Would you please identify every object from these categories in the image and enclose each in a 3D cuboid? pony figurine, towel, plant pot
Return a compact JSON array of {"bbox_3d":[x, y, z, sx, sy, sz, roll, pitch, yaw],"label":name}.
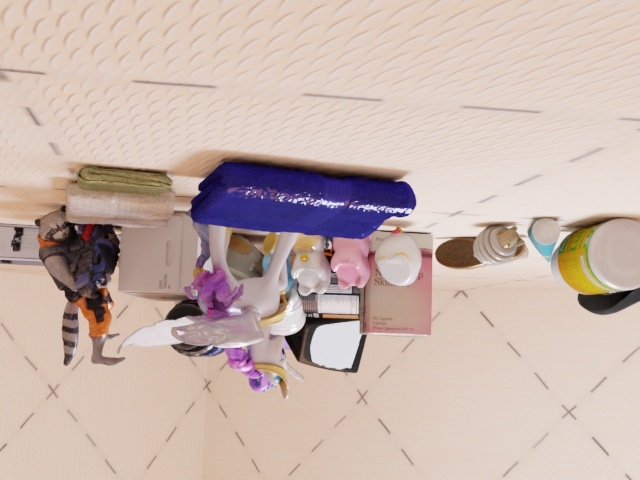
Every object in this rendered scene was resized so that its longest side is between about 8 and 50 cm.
[{"bbox_3d":[-0.168,0.111,1.610,0.351,0.364,0.302,7,172,-37],"label":"pony figurine"},{"bbox_3d":[-0.308,-0.093,1.366,0.148,0.027,0.110,3,174,-15],"label":"towel"},{"bbox_3d":[0.006,0.228,2.270,0.167,0.187,0.188,-3,-148,-25],"label":"plant pot"},{"bbox_3d":[-0.032,-0.067,1.344,0.308,0.076,0.227,5,166,-21],"label":"towel"},{"bbox_3d":[-0.370,-0.059,1.580,0.187,0.049,0.282,3,173,-14],"label":"towel"}]

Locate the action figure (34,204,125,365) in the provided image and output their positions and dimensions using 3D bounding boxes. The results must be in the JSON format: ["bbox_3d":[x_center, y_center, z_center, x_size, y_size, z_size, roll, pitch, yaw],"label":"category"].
[{"bbox_3d":[-0.492,0.096,1.746,0.178,0.330,0.341,-16,-165,1],"label":"action figure"}]

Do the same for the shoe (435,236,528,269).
[{"bbox_3d":[0.370,0.031,1.987,0.219,0.077,0.058,-4,166,31],"label":"shoe"}]

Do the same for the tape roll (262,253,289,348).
[{"bbox_3d":[-0.113,0.170,2.460,0.090,0.275,0.274,8,171,-35],"label":"tape roll"}]

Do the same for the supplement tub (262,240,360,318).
[{"bbox_3d":[0.023,0.096,2.144,0.316,0.194,0.193,2,173,3],"label":"supplement tub"}]

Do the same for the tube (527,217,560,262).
[{"bbox_3d":[0.448,-0.003,1.753,0.052,0.080,0.207,-28,167,5],"label":"tube"}]

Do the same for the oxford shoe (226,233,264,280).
[{"bbox_3d":[-0.207,0.073,2.250,0.169,0.130,0.449,17,170,3],"label":"oxford shoe"}]

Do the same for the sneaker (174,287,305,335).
[{"bbox_3d":[-0.187,0.134,2.004,0.305,0.114,0.152,3,144,3],"label":"sneaker"}]

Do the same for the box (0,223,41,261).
[{"bbox_3d":[-0.702,0.015,2.134,0.289,0.087,0.169,3,173,-10],"label":"box"}]

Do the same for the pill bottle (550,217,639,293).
[{"bbox_3d":[0.552,0.038,1.729,0.136,0.136,0.245,3,173,-7],"label":"pill bottle"}]

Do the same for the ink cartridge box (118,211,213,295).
[{"bbox_3d":[-0.313,0.040,1.860,0.168,0.171,0.233,0,172,7],"label":"ink cartridge box"}]

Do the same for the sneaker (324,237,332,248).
[{"bbox_3d":[0.000,0.000,1.992,0.043,0.040,0.109,6,172,-14],"label":"sneaker"}]

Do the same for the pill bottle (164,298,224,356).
[{"bbox_3d":[-0.258,0.185,1.835,0.122,0.123,0.219,1,173,6],"label":"pill bottle"}]

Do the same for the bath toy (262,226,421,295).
[{"bbox_3d":[0.052,0.028,1.871,0.348,0.151,0.129,-4,-152,22],"label":"bath toy"}]

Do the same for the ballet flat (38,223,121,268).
[{"bbox_3d":[-0.480,0.033,2.037,0.139,0.139,0.400,-4,171,42],"label":"ballet flat"}]

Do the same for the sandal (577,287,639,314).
[{"bbox_3d":[0.686,0.052,1.898,0.107,0.168,0.446,29,160,-9],"label":"sandal"}]

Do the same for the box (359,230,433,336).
[{"bbox_3d":[0.172,0.102,1.975,0.148,0.232,0.127,3,173,-5],"label":"box"}]

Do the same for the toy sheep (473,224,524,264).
[{"bbox_3d":[0.361,0.010,1.788,0.091,0.091,0.132,5,154,-25],"label":"toy sheep"}]
